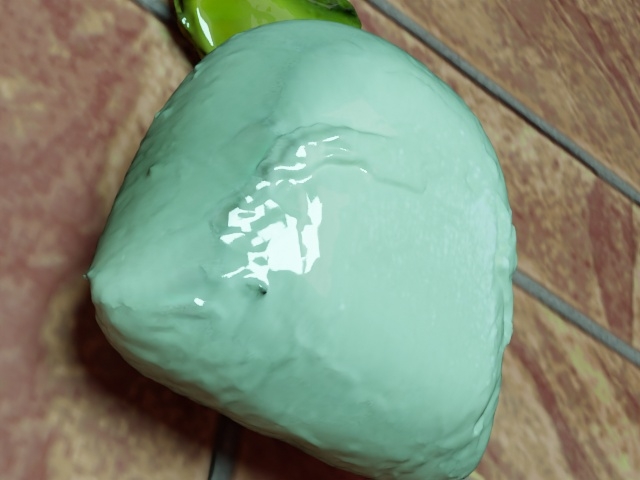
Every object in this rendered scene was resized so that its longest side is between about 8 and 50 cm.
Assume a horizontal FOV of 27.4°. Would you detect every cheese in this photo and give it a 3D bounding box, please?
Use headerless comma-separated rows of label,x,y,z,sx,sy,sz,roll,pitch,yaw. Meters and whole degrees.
cheese,0.000,0.000,0.592,0.198,0.154,0.189,31,69,-32

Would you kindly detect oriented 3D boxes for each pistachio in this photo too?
pistachio,-0.014,-0.095,0.713,0.173,0.049,0.089,48,68,-14
